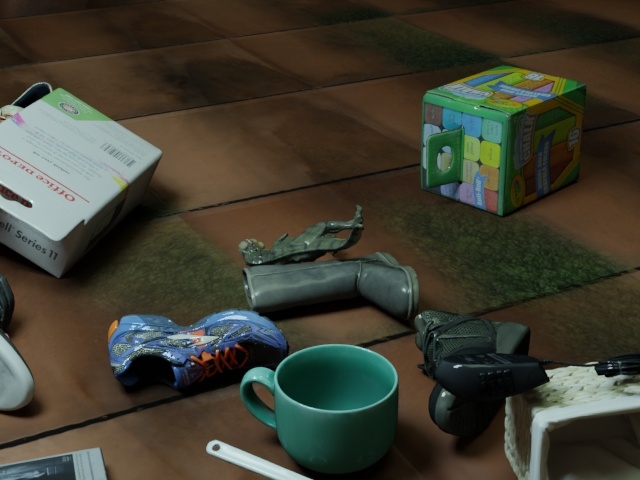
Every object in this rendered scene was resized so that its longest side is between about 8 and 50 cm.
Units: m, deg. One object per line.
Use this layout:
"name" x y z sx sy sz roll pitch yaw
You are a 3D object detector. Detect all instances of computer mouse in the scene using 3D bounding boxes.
"computer mouse" 0.230 0.134 1.017 0.242 0.041 0.071 -1 3 -6

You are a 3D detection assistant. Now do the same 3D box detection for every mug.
"mug" 0.008 0.180 1.098 0.129 0.097 0.158 -22 32 -36

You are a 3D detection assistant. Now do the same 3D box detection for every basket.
"basket" 0.277 0.194 1.050 0.167 0.113 0.103 -6 22 -11

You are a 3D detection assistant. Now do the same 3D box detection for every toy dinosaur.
"toy dinosaur" 0.000 0.000 1.463 0.118 0.064 0.268 -21 4 -43

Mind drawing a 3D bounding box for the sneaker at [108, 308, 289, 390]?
"sneaker" -0.146 0.140 1.227 0.221 0.083 0.087 -4 39 4

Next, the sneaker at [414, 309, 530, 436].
"sneaker" 0.147 0.147 1.182 0.130 0.087 0.227 10 25 25

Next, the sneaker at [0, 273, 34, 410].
"sneaker" -0.412 0.102 1.266 0.296 0.104 0.147 28 22 29

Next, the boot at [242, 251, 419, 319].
"boot" 0.010 0.064 1.366 0.208 0.076 0.189 -1 11 -16

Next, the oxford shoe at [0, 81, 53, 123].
"oxford shoe" -0.536 -0.142 1.715 0.140 0.146 0.397 3 30 5

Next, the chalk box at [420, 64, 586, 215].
"chalk box" 0.285 -0.164 1.720 0.179 0.180 0.289 22 35 40

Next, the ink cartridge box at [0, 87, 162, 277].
"ink cartridge box" -0.406 -0.080 1.537 0.207 0.119 0.353 32 29 0

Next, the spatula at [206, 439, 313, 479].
"spatula" -0.034 0.273 0.938 0.242 0.019 0.168 16 50 23

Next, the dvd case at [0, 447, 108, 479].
"dvd case" -0.319 0.258 0.972 0.238 0.029 0.179 -7 11 -15
